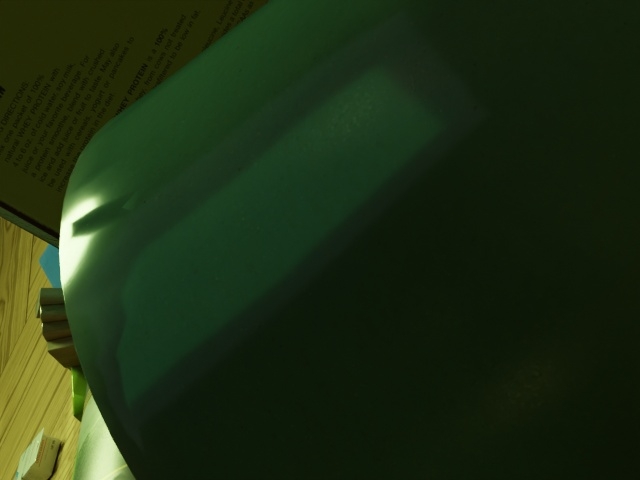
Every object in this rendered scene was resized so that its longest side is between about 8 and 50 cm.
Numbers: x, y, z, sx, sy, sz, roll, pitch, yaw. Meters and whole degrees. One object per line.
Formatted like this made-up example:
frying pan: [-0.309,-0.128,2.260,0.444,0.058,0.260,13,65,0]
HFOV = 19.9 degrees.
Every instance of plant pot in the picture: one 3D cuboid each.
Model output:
plant pot: [0.091,-0.002,0.681,0.235,0.293,0.293,-39,29,30]

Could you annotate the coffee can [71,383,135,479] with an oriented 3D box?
coffee can: [-0.040,0.127,1.042,0.201,0.202,0.275,-56,20,36]

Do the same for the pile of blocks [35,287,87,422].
pile of blocks: [-0.145,0.080,1.430,0.362,0.149,0.112,109,157,-61]

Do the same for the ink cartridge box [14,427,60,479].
ink cartridge box: [-0.323,0.254,2.095,0.083,0.028,0.048,-49,25,50]

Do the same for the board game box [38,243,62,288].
board game box: [-0.110,-0.033,1.500,0.047,0.210,0.160,58,138,18]

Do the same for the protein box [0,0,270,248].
protein box: [-0.138,-0.107,1.007,0.199,0.201,0.136,-62,23,-7]
